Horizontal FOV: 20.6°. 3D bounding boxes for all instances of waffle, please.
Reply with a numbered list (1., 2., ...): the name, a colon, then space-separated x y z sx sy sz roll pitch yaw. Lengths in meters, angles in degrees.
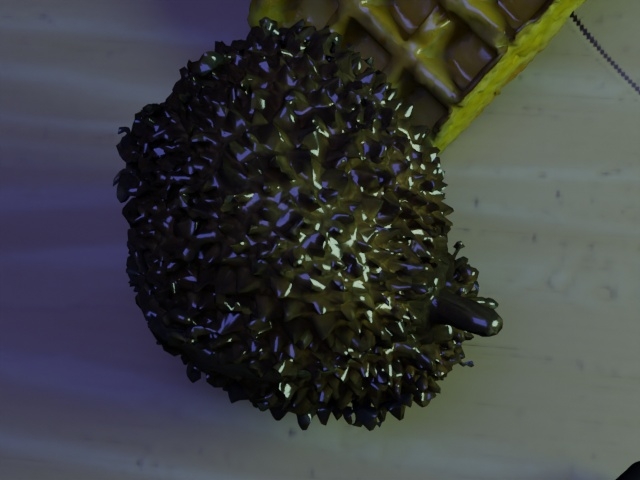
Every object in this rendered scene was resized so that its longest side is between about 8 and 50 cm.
1. waffle: 0.039 -0.179 0.894 0.229 0.057 0.219 -46 74 19

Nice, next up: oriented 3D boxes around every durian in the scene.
1. durian: 0.000 0.000 0.810 0.196 0.196 0.167 28 77 18

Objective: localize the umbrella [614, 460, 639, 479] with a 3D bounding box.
1. umbrella: 0.073 0.179 0.806 0.224 0.080 0.071 -39 35 -7
